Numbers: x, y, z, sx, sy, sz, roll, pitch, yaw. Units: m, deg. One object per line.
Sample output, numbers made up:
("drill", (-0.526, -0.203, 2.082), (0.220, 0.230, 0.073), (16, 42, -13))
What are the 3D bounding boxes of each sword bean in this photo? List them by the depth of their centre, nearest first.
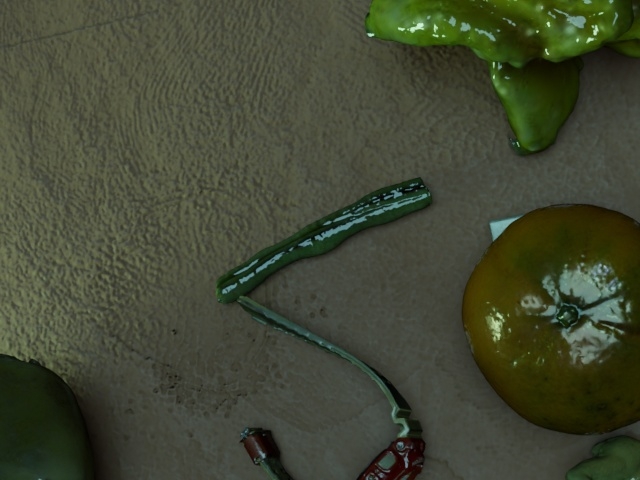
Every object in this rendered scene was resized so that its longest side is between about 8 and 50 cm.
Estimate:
("sword bean", (-0.001, 0.000, 1.454), (0.269, 0.038, 0.043), (-27, 54, 6))

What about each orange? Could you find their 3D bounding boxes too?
("orange", (0.262, 0.081, 1.322), (0.240, 0.171, 0.240), (0, 90, 12))

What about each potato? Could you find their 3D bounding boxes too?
("potato", (-0.366, 0.285, 1.381), (0.243, 0.221, 0.326), (25, 84, 46))

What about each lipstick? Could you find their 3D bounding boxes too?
("lipstick", (0.251, -0.018, 1.413), (0.129, 0.030, 0.030), (-11, 80, 9))

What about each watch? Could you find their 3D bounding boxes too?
("watch", (-0.012, 0.191, 1.410), (0.268, 0.102, 0.164), (30, 90, 20))

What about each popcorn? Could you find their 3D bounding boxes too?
("popcorn", (0.211, -0.274, 1.332), (0.326, 0.290, 0.321), (-9, 78, -10))

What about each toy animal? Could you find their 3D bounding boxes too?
("toy animal", (0.367, 0.266, 1.335), (0.219, 0.103, 0.101), (22, 63, 16))
